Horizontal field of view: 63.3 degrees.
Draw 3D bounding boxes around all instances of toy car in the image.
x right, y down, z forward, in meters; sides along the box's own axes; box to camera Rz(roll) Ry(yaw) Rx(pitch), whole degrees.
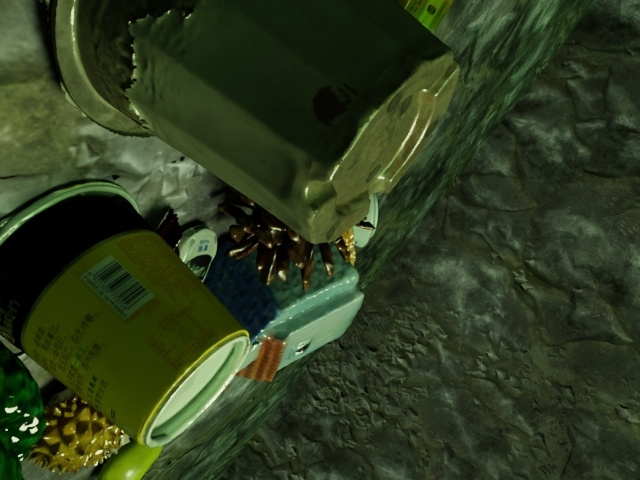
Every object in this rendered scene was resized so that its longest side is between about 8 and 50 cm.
[{"bbox_3d":[-0.225,0.065,0.812,0.205,0.056,0.095,-55,163,19],"label":"toy car"}]

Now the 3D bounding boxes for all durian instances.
[{"bbox_3d":[-0.336,0.259,0.822,0.249,0.138,0.183,-49,158,-29],"label":"durian"}]

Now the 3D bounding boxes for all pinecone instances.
[{"bbox_3d":[-0.048,-0.029,0.792,0.201,0.229,0.202,-60,-171,-11],"label":"pinecone"}]

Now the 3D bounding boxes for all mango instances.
[{"bbox_3d":[-0.442,0.525,1.215,0.163,0.089,0.117,-28,154,-57],"label":"mango"}]

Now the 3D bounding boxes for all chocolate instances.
[{"bbox_3d":[-0.234,0.046,0.707,0.028,0.086,0.182,17,113,-36],"label":"chocolate"}]

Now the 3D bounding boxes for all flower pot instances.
[{"bbox_3d":[-0.037,-0.149,0.446,0.290,0.259,0.290,-45,163,-17],"label":"flower pot"}]

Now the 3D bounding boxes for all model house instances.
[{"bbox_3d":[-0.126,0.135,0.964,0.329,0.251,0.295,-33,160,-29],"label":"model house"}]

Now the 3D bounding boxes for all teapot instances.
[{"bbox_3d":[0.040,-0.062,1.156,0.159,0.159,0.232,-44,173,-23],"label":"teapot"}]

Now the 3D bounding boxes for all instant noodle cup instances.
[{"bbox_3d":[-0.209,0.083,0.554,0.215,0.236,0.215,-47,163,-19],"label":"instant noodle cup"}]

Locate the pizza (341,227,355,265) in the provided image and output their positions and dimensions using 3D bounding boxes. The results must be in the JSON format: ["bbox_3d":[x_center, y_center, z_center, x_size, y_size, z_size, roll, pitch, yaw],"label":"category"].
[{"bbox_3d":[0.000,0.000,1.063,0.074,0.182,0.365,-25,162,-21],"label":"pizza"}]

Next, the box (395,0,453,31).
[{"bbox_3d":[0.192,-0.432,0.883,0.121,0.030,0.193,-57,164,24],"label":"box"}]

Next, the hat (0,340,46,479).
[{"bbox_3d":[-0.302,0.223,0.406,0.242,0.332,0.274,-39,166,-14],"label":"hat"}]
